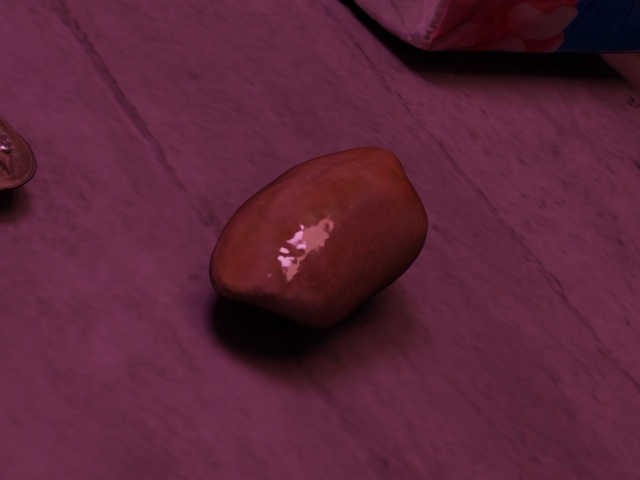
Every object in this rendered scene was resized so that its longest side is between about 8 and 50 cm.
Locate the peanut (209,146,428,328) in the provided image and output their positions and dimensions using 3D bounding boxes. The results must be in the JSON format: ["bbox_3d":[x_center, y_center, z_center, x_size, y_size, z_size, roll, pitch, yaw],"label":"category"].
[{"bbox_3d":[0.000,0.000,0.847,0.076,0.076,0.152,37,36,13],"label":"peanut"}]

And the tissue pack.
[{"bbox_3d":[0.121,-0.227,1.261,0.269,0.137,0.209,-6,45,-42],"label":"tissue pack"}]

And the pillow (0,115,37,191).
[{"bbox_3d":[-0.228,-0.091,0.825,0.130,0.033,0.217,-3,43,-43],"label":"pillow"}]
